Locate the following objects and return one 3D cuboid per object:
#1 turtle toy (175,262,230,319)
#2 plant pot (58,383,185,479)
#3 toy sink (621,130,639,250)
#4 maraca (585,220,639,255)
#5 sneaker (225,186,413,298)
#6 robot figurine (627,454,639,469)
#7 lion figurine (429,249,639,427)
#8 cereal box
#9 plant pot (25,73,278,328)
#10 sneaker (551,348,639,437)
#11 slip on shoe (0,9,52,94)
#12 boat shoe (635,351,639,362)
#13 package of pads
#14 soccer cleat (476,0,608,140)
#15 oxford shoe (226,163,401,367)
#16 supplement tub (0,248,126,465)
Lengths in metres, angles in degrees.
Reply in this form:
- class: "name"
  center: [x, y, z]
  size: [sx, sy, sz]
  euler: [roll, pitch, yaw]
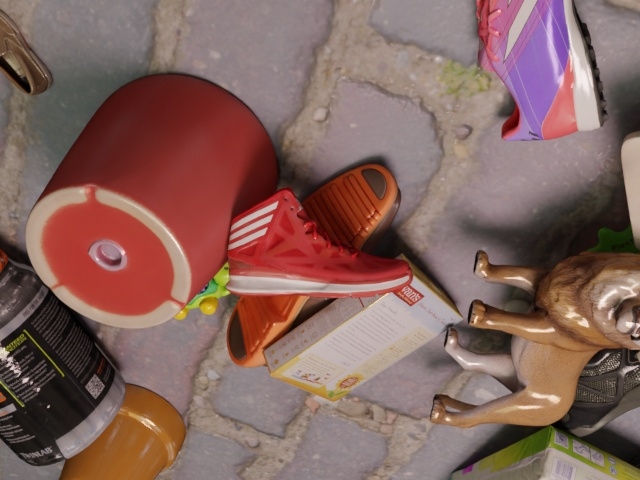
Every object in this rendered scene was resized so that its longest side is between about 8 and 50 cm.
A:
- class: "turtle toy"
  center: [-0.172, 0.058, 0.940]
  size: [0.130, 0.095, 0.066]
  euler: [-12, 126, 19]
- class: "plant pot"
  center: [-0.376, 0.400, 1.164]
  size: [0.205, 0.188, 0.205]
  euler: [6, 125, 9]
- class: "toy sink"
  center: [0.456, -0.085, 0.668]
  size: [0.234, 0.131, 0.152]
  euler: [-4, 123, 33]
- class: "maraca"
  center: [0.412, 0.053, 0.806]
  size: [0.127, 0.099, 0.185]
  euler: [-26, 108, 19]
- class: "sneaker"
  center: [0.000, 0.000, 0.744]
  size: [0.222, 0.087, 0.127]
  euler: [-1, 93, -10]
- class: "robot figurine"
  center: [0.592, 0.461, 1.052]
  size: [0.211, 0.085, 0.290]
  euler: [0, 124, 12]
- class: "lion figurine"
  center: [0.290, 0.144, 0.814]
  size: [0.241, 0.142, 0.392]
  euler: [12, 142, 4]
- class: "cereal box"
  center: [0.063, 0.131, 0.892]
  size: [0.240, 0.047, 0.173]
  euler: [-36, 140, 13]
- class: "plant pot"
  center: [-0.212, -0.041, 0.793]
  size: [0.275, 0.243, 0.274]
  euler: [6, 124, 9]
- class: "sneaker"
  center: [0.386, 0.202, 0.929]
  size: [0.130, 0.087, 0.227]
  euler: [40, 143, 12]
- class: "slip on shoe"
  center: [-0.408, -0.246, 0.820]
  size: [0.052, 0.041, 0.135]
  euler: [-22, 116, 25]
- class: "boat shoe"
  center: [0.507, 0.156, 0.815]
  size: [0.228, 0.068, 0.081]
  euler: [-4, 151, -22]
- class: "package of pads"
  center: [0.376, 0.424, 1.025]
  size: [0.229, 0.101, 0.296]
  euler: [26, 142, -5]
- class: "soccer cleat"
  center: [0.203, -0.241, 0.651]
  size: [0.117, 0.108, 0.318]
  euler: [-14, 122, 25]
- class: "oxford shoe"
  center: [0.007, 0.045, 0.902]
  size: [0.133, 0.129, 0.363]
  euler: [16, 126, -38]
- class: "supplement tub"
  center: [-0.490, 0.182, 1.030]
  size: [0.207, 0.207, 0.337]
  euler: [-16, 119, 22]
